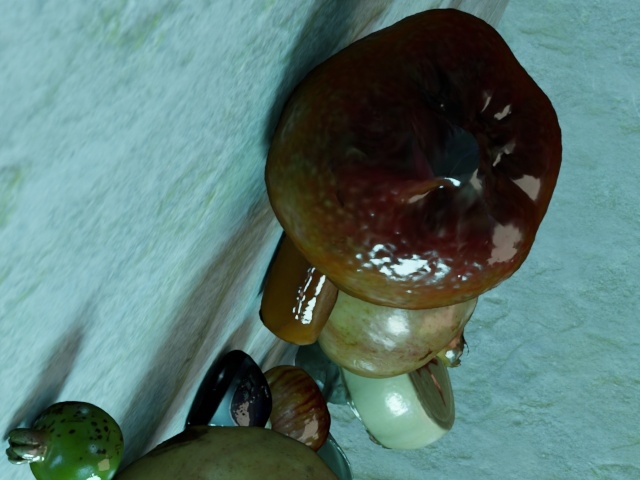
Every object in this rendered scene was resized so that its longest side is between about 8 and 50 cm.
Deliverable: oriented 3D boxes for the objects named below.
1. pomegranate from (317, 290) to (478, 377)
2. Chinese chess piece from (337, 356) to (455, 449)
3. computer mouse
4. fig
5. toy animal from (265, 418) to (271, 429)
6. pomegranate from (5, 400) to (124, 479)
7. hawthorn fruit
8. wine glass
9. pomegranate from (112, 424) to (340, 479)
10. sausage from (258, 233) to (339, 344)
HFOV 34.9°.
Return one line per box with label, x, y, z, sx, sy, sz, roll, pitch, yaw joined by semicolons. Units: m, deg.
pomegranate;0.145;0.101;1.837;0.338;0.338;0.338;-60;173;-13
Chinese chess piece;0.157;0.266;2.108;0.141;0.338;0.338;-22;-172;20
computer mouse;-0.123;0.251;1.398;0.137;0.096;0.233;-56;170;-40
fig;-0.087;0.326;1.778;0.207;0.175;0.175;-41;163;-29
toy animal;-0.138;0.303;1.552;0.137;0.098;0.098;-41;178;15
pomegranate;-0.182;0.144;0.723;0.073;0.085;0.073;-46;-155;29
hawthorn fruit;0.092;-0.073;0.995;0.295;0.295;0.311;-62;176;5
wine glass;-0.007;0.367;2.119;0.267;0.267;0.406;-66;175;31
pomegranate;-0.103;0.346;1.067;0.322;0.322;0.322;-60;173;-13
sausage;0.000;0.000;1.321;0.330;0.102;0.102;-66;172;27
